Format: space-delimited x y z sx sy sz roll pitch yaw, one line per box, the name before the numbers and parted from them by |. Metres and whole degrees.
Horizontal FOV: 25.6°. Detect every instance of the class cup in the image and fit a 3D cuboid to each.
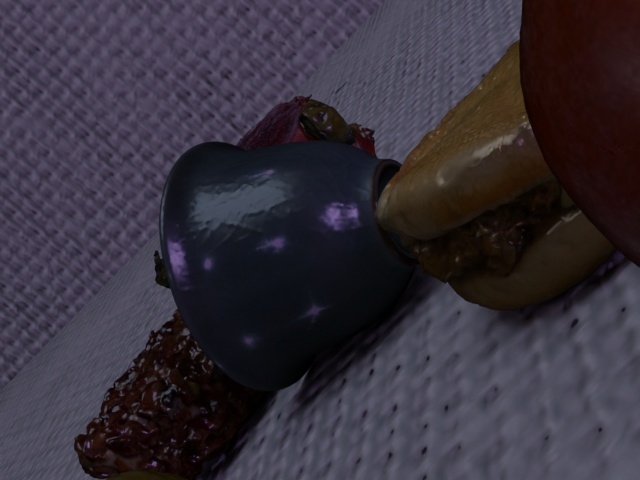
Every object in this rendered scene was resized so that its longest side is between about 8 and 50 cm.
cup | 0.000 0.000 1.042 0.150 0.199 0.199 -18 25 31

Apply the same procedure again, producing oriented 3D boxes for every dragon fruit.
dragon fruit | -0.031 -0.012 1.286 0.282 0.147 0.211 -43 20 39

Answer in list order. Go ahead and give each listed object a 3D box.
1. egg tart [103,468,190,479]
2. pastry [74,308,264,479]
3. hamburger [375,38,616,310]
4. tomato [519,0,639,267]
egg tart | -0.128 0.195 0.695 0.290 0.115 0.290 -34 -11 -8
pastry | -0.108 0.126 1.142 0.115 0.097 0.208 -32 16 43
hamburger | 0.131 -0.055 0.827 0.214 0.108 0.214 -45 12 12
tomato | 0.176 -0.071 0.456 0.184 0.208 0.208 10 55 50
